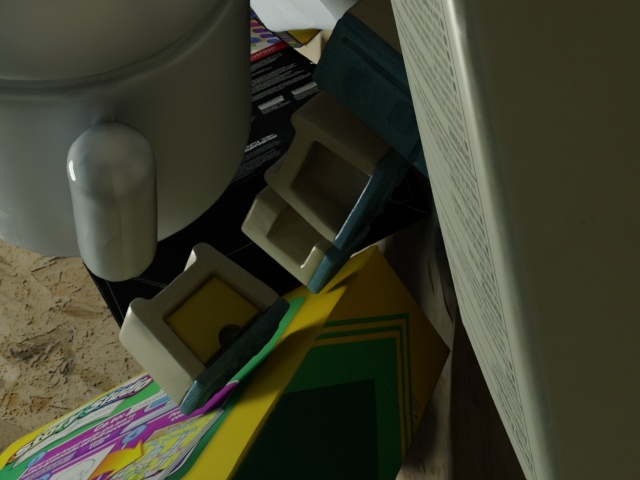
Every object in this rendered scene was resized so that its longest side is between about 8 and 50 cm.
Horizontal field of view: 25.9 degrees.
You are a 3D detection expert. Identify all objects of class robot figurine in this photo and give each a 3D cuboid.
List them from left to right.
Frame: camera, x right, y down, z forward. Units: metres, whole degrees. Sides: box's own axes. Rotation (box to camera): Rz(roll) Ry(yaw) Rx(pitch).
[{"bbox_3d":[-0.138,-0.124,0.771,0.353,0.200,0.300,94,157,-60],"label":"robot figurine"}]

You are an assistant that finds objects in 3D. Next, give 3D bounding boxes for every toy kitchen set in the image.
[{"bbox_3d":[0.000,0.000,0.764,0.122,0.166,0.207,40,143,9],"label":"toy kitchen set"}]

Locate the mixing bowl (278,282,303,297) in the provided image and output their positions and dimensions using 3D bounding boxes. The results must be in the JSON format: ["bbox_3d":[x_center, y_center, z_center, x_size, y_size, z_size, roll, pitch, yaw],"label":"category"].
[{"bbox_3d":[-0.011,0.078,1.091,0.181,0.098,0.181,57,176,5],"label":"mixing bowl"}]

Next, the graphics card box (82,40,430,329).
[{"bbox_3d":[-0.078,-0.050,1.103,0.094,0.233,0.371,65,175,-18],"label":"graphics card box"}]

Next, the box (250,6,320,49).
[{"bbox_3d":[-0.144,-0.324,1.237,0.177,0.279,0.289,166,101,-78],"label":"box"}]

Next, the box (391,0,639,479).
[{"bbox_3d":[0.084,-0.083,0.400,0.148,0.121,0.311,-107,1,-61],"label":"box"}]

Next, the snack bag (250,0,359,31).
[{"bbox_3d":[-0.067,-0.231,0.833,0.323,0.037,0.342,44,170,-26],"label":"snack bag"}]

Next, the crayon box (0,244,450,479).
[{"bbox_3d":[-0.119,0.180,0.872,0.106,0.363,0.313,55,-151,-10],"label":"crayon box"}]
